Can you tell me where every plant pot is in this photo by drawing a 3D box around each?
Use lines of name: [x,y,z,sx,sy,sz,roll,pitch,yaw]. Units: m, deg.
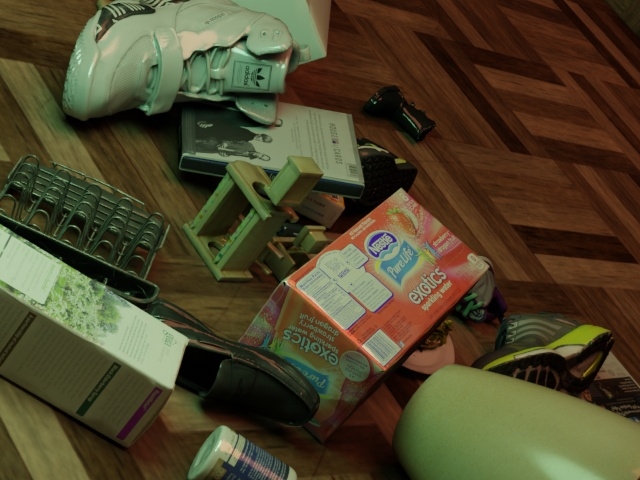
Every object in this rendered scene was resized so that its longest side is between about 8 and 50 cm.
plant pot: [0.221,0.260,1.759,0.274,0.256,0.256,34,21,27]

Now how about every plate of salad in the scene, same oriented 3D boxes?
plate of salad: [0.099,0.092,2.051,0.200,0.048,0.200,30,28,-18]

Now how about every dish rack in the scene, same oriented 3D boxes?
dish rack: [-0.260,-0.013,1.697,0.208,0.074,0.271,26,27,-7]

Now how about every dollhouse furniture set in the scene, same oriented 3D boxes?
dollhouse furniture set: [-0.047,-0.048,1.932,0.161,0.182,0.101,3,44,-50]

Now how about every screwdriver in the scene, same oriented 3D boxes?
screwdriver: [0.000,0.000,2.110,0.170,0.024,0.025,18,62,-49]

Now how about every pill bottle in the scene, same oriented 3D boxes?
pill bottle: [-0.066,0.241,1.577,0.120,0.067,0.067,34,26,-10]

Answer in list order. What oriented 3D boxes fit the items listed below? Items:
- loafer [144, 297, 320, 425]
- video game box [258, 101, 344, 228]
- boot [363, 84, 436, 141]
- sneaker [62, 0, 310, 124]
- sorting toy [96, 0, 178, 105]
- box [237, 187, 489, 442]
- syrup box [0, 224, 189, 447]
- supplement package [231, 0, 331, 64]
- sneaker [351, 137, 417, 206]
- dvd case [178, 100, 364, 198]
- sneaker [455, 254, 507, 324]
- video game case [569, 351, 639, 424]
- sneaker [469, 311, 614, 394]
loafer: [-0.105,0.142,1.685,0.223,0.076,0.078,29,32,-10]
video game box: [-0.061,-0.126,2.195,0.187,0.048,0.205,24,30,-22]
boot: [0.130,-0.202,2.570,0.099,0.045,0.121,47,26,8]
sneaker: [-0.162,-0.225,2.026,0.210,0.137,0.366,22,31,16]
sorting toy: [-0.233,-0.284,2.226,0.132,0.046,0.274,18,33,-35]
box: [0.049,0.080,1.851,0.154,0.142,0.300,42,36,6]
syrup box: [-0.254,0.091,1.542,0.237,0.096,0.093,33,28,-13]
supplement package: [-0.093,-0.379,2.343,0.293,0.175,0.177,-85,157,-60]
sneaker: [0.059,-0.102,2.273,0.097,0.084,0.235,33,6,19]
dvd case: [-0.067,-0.131,2.081,0.239,0.029,0.179,10,34,-12]
sneaker: [0.190,0.062,2.174,0.224,0.083,0.098,11,45,-53]
video game case: [0.403,0.213,2.283,0.190,0.022,0.173,2,44,-52]
sneaker: [0.271,0.161,2.127,0.121,0.111,0.300,27,21,32]
